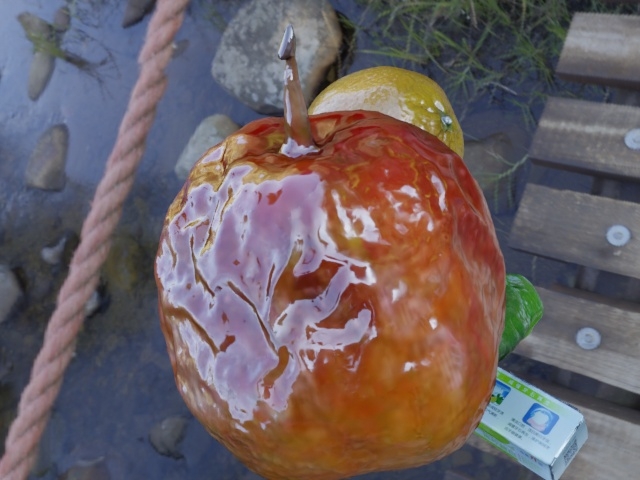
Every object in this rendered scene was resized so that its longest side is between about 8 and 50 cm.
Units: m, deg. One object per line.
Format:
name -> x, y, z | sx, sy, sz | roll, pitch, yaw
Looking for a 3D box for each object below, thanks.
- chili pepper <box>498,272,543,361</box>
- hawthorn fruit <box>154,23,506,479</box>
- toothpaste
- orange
chili pepper -> 0.198, 0.098, 0.881 | 0.136, 0.270, 0.099 | 5, 99, 37
hawthorn fruit -> 0.000, 0.000, 0.385 | 0.207, 0.207, 0.243 | 17, 132, 37
toothpaste -> 0.191, 0.195, 0.958 | 0.336, 0.067, 0.081 | 28, 65, 40
orange -> 0.092, -0.138, 1.070 | 0.264, 0.264, 0.264 | -8, 76, 34
